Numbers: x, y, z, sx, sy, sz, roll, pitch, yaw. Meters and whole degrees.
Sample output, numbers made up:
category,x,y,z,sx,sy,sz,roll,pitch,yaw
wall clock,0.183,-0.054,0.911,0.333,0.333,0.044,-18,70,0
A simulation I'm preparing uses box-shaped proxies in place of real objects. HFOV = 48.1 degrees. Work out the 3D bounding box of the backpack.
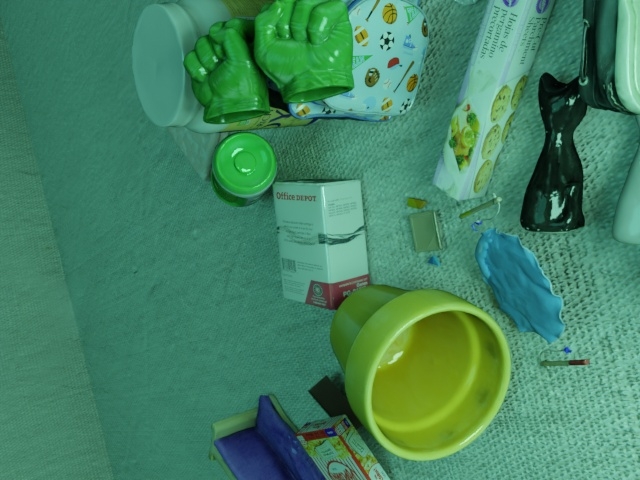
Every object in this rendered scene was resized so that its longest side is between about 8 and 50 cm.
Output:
category,x,y,z,sx,sy,sz,roll,pitch,yaw
backpack,0.039,-0.320,1.124,0.213,0.277,0.263,21,110,44

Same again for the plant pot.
category,x,y,z,sx,sy,sz,roll,pitch,yaw
plant pot,0.133,0.183,1.157,0.239,0.254,0.253,-148,54,-62

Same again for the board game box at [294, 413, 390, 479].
category,x,y,z,sx,sy,sz,roll,pitch,yaw
board game box,0.051,0.448,1.443,0.193,0.045,0.147,55,143,-2

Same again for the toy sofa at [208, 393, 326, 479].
category,x,y,z,sx,sy,sz,roll,pitch,yaw
toy sofa,-0.105,0.534,1.640,0.362,0.150,0.177,43,132,39

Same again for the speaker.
category,x,y,z,sx,sy,sz,roll,pitch,yaw
speaker,-0.160,-0.139,1.455,0.296,0.131,0.131,165,93,-81

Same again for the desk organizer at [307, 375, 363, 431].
category,x,y,z,sx,sy,sz,roll,pitch,yaw
desk organizer,0.035,0.344,1.479,0.130,0.050,0.047,47,170,14

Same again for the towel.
category,x,y,z,sx,sy,sz,roll,pitch,yaw
towel,-0.316,-0.362,1.755,0.332,0.053,0.317,53,137,31

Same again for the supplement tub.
category,x,y,z,sx,sy,sz,roll,pitch,yaw
supplement tub,-0.143,-0.318,1.294,0.241,0.331,0.241,20,116,50

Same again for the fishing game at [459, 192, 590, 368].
category,x,y,z,sx,sy,sz,roll,pitch,yaw
fishing game,0.289,0.061,1.025,0.264,0.041,0.189,61,167,7

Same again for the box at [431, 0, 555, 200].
category,x,y,z,sx,sy,sz,roll,pitch,yaw
box,0.244,-0.211,1.028,0.063,0.067,0.324,41,129,39

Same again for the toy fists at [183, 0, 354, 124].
category,x,y,z,sx,sy,sz,roll,pitch,yaw
toy fists,-0.079,-0.260,1.015,0.279,0.096,0.142,-8,88,35

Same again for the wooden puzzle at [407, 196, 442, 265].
category,x,y,z,sx,sy,sz,roll,pitch,yaw
wooden puzzle,0.179,-0.016,1.217,0.079,0.014,0.116,4,102,58

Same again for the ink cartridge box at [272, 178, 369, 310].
category,x,y,z,sx,sy,sz,roll,pitch,yaw
ink cartridge box,0.000,0.000,1.387,0.172,0.100,0.237,8,106,53

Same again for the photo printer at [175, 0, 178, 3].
category,x,y,z,sx,sy,sz,roll,pitch,yaw
photo printer,-0.205,-0.575,1.495,0.308,0.107,0.256,-10,91,54

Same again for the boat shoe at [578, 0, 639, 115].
category,x,y,z,sx,sy,sz,roll,pitch,yaw
boat shoe,0.349,-0.308,0.807,0.113,0.127,0.339,-171,79,-67

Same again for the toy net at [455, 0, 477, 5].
category,x,y,z,sx,sy,sz,roll,pitch,yaw
toy net,0.236,-0.431,0.993,0.232,0.045,0.122,-49,61,48

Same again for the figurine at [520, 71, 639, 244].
category,x,y,z,sx,sy,sz,roll,pitch,yaw
figurine,0.356,-0.108,0.894,0.215,0.092,0.209,11,105,51
